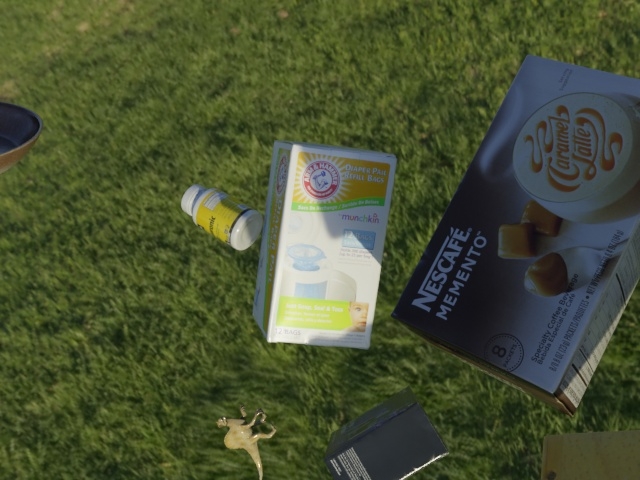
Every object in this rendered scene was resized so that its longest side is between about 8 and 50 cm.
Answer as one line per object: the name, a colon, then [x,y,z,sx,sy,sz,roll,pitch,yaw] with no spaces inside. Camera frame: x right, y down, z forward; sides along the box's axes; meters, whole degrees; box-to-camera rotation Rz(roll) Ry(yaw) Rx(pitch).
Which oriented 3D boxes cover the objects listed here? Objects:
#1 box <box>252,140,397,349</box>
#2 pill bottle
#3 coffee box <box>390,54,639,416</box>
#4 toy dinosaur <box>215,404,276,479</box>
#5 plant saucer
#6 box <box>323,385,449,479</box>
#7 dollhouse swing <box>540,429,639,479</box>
box: [0.000,0.000,0.770,0.114,0.203,0.103,6,8,-15]
pill bottle: [-0.148,-0.038,1.073,0.116,0.065,0.065,30,66,25]
coffee box: [0.183,-0.007,0.582,0.141,0.098,0.247,25,81,33]
toy dinosaur: [-0.134,0.366,1.368,0.092,0.183,0.053,-36,33,-10]
plant saucer: [-0.376,-0.093,0.716,0.198,0.036,0.199,2,28,-1]
box: [0.112,0.356,1.283,0.184,0.261,0.103,-29,83,0]
dollhouse swing: [0.505,0.395,0.940,0.346,0.305,0.315,-13,40,33]
